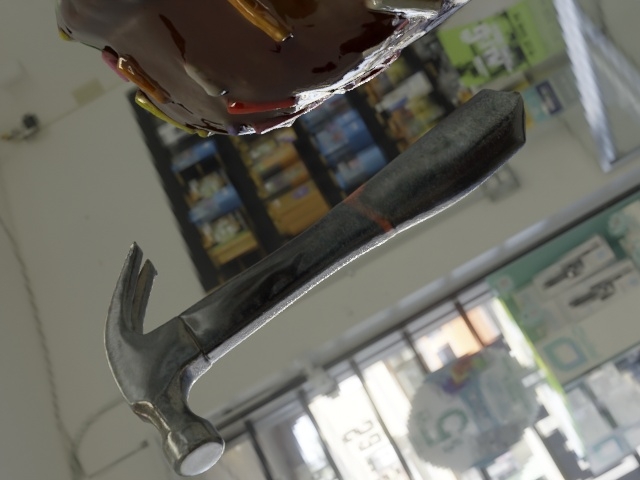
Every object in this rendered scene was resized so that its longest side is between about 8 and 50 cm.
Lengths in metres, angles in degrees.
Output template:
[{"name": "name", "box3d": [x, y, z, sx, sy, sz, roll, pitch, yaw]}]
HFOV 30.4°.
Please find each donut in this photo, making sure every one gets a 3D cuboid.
[{"name": "donut", "box3d": [0.016, -0.115, 0.403, 0.096, 0.216, 0.230, 53, 148, -13]}]

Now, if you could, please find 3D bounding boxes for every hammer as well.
[{"name": "hammer", "box3d": [0.000, 0.000, 0.696, 0.137, 0.289, 0.037, 49, 172, 32]}]
